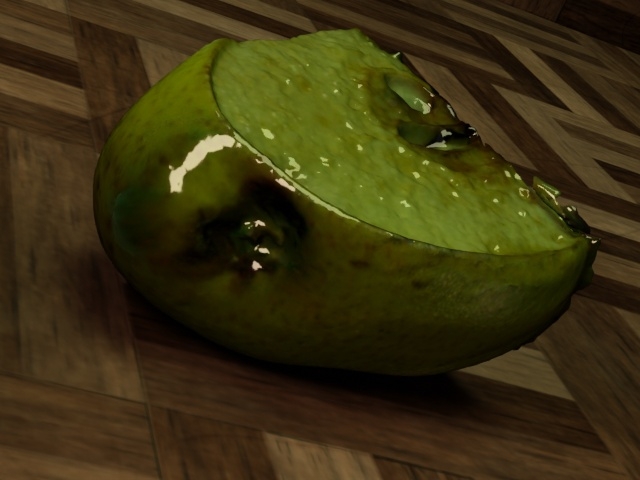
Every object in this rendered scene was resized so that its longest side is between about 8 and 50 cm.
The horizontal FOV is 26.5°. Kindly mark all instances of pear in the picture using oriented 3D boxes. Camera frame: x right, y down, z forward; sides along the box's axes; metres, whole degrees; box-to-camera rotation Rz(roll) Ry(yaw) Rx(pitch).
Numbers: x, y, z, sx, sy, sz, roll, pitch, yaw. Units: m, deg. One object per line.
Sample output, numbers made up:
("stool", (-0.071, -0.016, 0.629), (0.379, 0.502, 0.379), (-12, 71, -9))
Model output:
("pear", (0.000, 0.000, 0.814), (0.238, 0.164, 0.255), (45, 32, 22))
